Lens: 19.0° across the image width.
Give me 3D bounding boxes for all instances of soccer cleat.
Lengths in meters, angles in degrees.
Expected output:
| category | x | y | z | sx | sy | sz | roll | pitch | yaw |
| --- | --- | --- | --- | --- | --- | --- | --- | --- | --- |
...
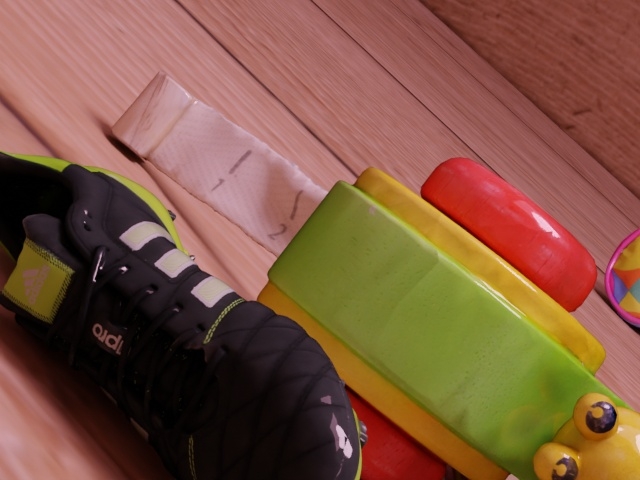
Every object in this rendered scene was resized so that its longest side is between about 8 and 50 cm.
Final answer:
| category | x | y | z | sx | sy | sz | roll | pitch | yaw |
| --- | --- | --- | --- | --- | --- | --- | --- | --- | --- |
| soccer cleat | -0.051 | 0.028 | 0.545 | 0.072 | 0.060 | 0.179 | 20 | 15 | -39 |

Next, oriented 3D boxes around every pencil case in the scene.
| category | x | y | z | sx | sy | sz | roll | pitch | yaw |
| --- | --- | --- | --- | --- | --- | --- | --- | --- | --- |
| pencil case | 0.344 | 0.066 | 1.664 | 0.236 | 0.104 | 0.104 | 29 | 15 | -43 |

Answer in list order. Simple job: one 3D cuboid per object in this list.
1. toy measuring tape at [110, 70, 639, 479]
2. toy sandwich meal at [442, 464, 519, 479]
| category | x | y | z | sx | sy | sz | roll | pitch | yaw |
| --- | --- | --- | --- | --- | --- | --- | --- | --- | --- |
| toy measuring tape | 0.000 | 0.000 | 0.700 | 0.330 | 0.121 | 0.121 | 38 | 6 | 40 |
| toy sandwich meal | 0.066 | 0.104 | 0.700 | 0.085 | 0.029 | 0.085 | 39 | 11 | -9 |
